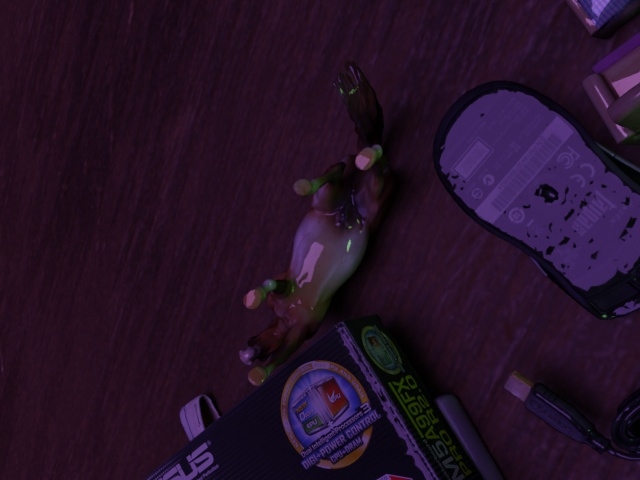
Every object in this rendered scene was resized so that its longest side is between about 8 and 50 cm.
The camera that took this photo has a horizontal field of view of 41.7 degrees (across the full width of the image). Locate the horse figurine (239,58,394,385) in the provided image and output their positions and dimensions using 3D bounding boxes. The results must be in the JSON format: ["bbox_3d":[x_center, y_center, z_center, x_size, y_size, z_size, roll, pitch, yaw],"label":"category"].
[{"bbox_3d":[0.000,0.000,0.649,0.066,0.174,0.263,26,98,9],"label":"horse figurine"}]

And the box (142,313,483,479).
[{"bbox_3d":[-0.005,0.221,0.661,0.270,0.060,0.216,-41,71,27],"label":"box"}]

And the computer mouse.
[{"bbox_3d":[0.171,0.023,0.582,0.262,0.060,0.184,37,107,14],"label":"computer mouse"}]

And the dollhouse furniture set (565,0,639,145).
[{"bbox_3d":[0.202,-0.260,0.464,0.286,0.198,0.303,-36,73,29],"label":"dollhouse furniture set"}]

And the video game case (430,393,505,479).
[{"bbox_3d":[0.072,0.336,0.673,0.300,0.036,0.329,-38,71,28],"label":"video game case"}]

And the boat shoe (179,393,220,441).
[{"bbox_3d":[-0.095,0.189,0.777,0.035,0.035,0.100,-43,63,30],"label":"boat shoe"}]
